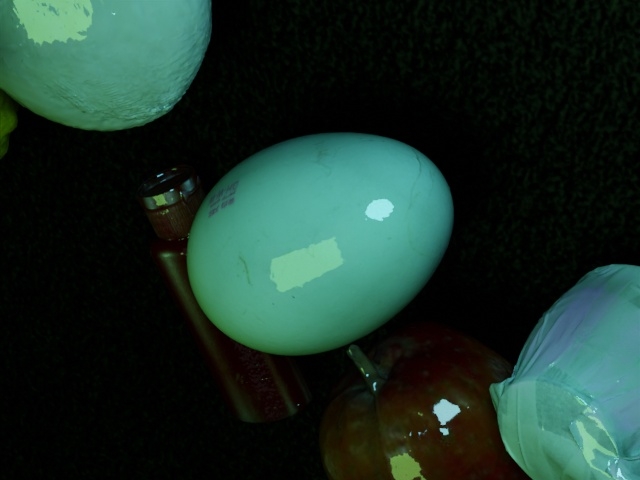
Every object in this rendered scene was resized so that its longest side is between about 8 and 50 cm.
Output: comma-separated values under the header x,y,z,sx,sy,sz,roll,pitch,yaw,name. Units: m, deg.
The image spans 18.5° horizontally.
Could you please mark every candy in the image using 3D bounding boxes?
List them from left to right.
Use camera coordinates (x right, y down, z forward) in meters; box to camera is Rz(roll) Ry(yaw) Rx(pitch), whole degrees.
x,y,z,sx,sy,sz,roll,pitch,yaw,name
-0.218,-0.223,1.654,0.295,0.185,0.295,26,139,24,candy

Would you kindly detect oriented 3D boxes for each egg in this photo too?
x,y,z,sx,sy,sz,roll,pitch,yaw,name
0.000,0.000,1.673,0.264,0.183,0.183,-23,108,38,egg

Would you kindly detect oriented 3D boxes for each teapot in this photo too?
x,y,z,sx,sy,sz,roll,pitch,yaw,name
0.248,0.148,1.595,0.221,0.178,0.163,50,143,3,teapot

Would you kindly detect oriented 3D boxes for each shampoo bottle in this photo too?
x,y,z,sx,sy,sz,roll,pitch,yaw,name
-0.095,0.052,1.876,0.102,0.064,0.260,-3,121,40,shampoo bottle

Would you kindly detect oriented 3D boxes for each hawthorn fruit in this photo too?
x,y,z,sx,sy,sz,roll,pitch,yaw,name
0.094,0.174,1.718,0.215,0.215,0.249,-13,137,43,hawthorn fruit

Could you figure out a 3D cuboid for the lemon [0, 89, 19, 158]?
x,y,z,sx,sy,sz,roll,pitch,yaw,name
-0.397,-0.136,1.822,0.233,0.233,0.288,39,154,4,lemon
